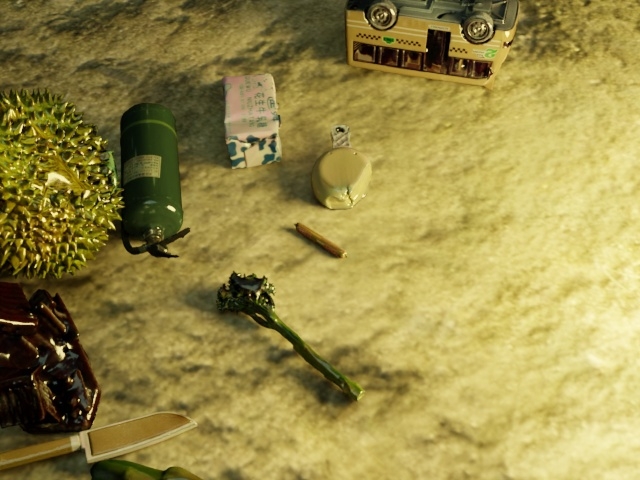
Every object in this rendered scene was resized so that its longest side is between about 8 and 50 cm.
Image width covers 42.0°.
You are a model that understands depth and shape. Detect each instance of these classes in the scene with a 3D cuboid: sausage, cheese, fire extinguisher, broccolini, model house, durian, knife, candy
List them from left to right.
[{"bbox_3d":[-0.359,0.135,1.016,0.141,0.164,0.203,-32,59,-19],"label":"model house"},{"bbox_3d":[-0.386,-0.073,1.126,0.225,0.291,0.291,-10,51,-1],"label":"durian"},{"bbox_3d":[-0.277,0.250,1.011,0.256,0.022,0.046,-11,42,-16],"label":"knife"},{"bbox_3d":[-0.252,-0.073,1.242,0.118,0.093,0.294,-23,50,13],"label":"fire extinguisher"},{"bbox_3d":[-0.110,-0.197,1.358,0.092,0.073,0.160,-7,51,-1],"label":"candy"},{"bbox_3d":[-0.038,0.130,1.120,0.254,0.071,0.057,40,18,20],"label":"broccolini"},{"bbox_3d":[0.000,0.000,1.232,0.100,0.015,0.015,32,57,23],"label":"sausage"},{"bbox_3d":[0.039,-0.119,1.312,0.092,0.047,0.171,15,51,10],"label":"cheese"}]

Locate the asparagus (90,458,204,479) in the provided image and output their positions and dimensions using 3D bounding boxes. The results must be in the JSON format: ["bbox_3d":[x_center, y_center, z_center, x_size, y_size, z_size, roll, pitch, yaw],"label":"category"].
[{"bbox_3d":[-0.121,0.305,0.939,0.287,0.080,0.080,12,51,16],"label":"asparagus"}]

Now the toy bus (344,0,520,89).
[{"bbox_3d":[0.190,-0.362,1.450,0.289,0.157,0.139,10,46,10],"label":"toy bus"}]
